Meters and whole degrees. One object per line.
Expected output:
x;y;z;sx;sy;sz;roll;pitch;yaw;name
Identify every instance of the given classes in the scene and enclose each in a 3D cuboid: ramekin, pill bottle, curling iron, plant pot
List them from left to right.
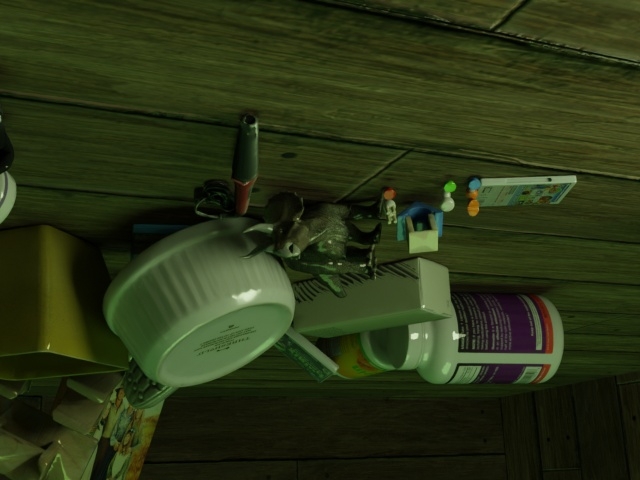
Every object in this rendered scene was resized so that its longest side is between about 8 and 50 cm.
-0.417;0.091;1.258;0.212;0.187;0.212;-8;163;17;plant pot
-0.159;0.097;1.238;0.272;0.127;0.273;-25;154;-13;ramekin
-0.100;-0.075;0.998;0.068;0.035;0.274;2;164;-14;curling iron
0.088;0.226;1.895;0.136;0.136;0.245;7;162;-28;pill bottle
0.302;0.193;1.730;0.322;0.182;0.181;3;163;-16;pill bottle

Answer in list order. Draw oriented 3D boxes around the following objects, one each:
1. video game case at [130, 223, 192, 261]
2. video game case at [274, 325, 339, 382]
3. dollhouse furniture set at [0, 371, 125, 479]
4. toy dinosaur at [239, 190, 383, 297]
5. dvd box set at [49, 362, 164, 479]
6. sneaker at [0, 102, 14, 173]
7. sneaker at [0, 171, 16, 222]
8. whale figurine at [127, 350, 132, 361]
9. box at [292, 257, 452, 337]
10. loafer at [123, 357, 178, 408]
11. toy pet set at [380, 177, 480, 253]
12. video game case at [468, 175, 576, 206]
-0.222;0.007;1.307;0.119;0.015;0.166;2;164;-13;video game case
-0.053;0.234;1.905;0.190;0.022;0.173;39;161;2;video game case
-0.579;0.299;1.539;0.394;0.362;0.256;27;-170;-2;dollhouse furniture set
0.000;0.000;1.193;0.160;0.121;0.313;8;170;6;toy dinosaur
-0.427;0.352;1.763;0.062;0.421;0.307;15;171;23;dvd box set
-0.350;-0.114;0.740;0.146;0.102;0.293;-9;168;1;sneaker
-0.473;-0.057;0.900;0.282;0.102;0.161;-4;161;5;sneaker
-0.273;0.138;1.588;0.216;0.141;0.272;-31;140;0;whale figurine
0.087;0.106;1.555;0.275;0.094;0.113;-13;161;33;box
-0.209;0.166;1.473;0.319;0.112;0.111;-45;152;16;loafer
0.139;-0.045;1.138;0.122;0.065;0.114;-5;129;0;toy pet set
0.260;-0.063;1.136;0.122;0.011;0.087;-2;163;-1;video game case
